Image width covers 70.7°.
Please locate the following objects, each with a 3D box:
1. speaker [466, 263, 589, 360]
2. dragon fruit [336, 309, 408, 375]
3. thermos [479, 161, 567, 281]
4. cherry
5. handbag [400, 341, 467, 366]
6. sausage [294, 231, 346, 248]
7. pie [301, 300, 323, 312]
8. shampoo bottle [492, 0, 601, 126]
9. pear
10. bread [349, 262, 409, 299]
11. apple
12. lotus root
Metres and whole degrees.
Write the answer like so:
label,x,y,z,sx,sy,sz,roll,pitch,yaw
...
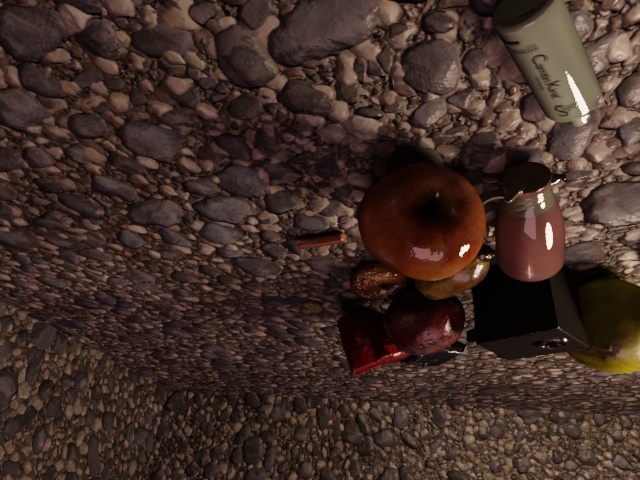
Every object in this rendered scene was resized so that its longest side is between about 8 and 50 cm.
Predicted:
label,x,y,z,sx,sy,sz,roll,pitch,yaw
speaker,0.555,0.192,1.245,0.184,0.231,0.254,29,142,-32
dragon fruit,0.217,0.356,1.568,0.331,0.302,0.240,-5,130,-11
thermos,0.429,-0.042,0.964,0.177,0.145,0.265,-14,136,17
cherry,0.319,0.238,1.365,0.231,0.202,0.300,-9,165,-25
handbag,0.456,0.469,1.874,0.211,0.088,0.254,5,149,-10
sausage,0.000,0.000,1.208,0.147,0.035,0.030,-7,180,21
pie,-0.029,0.240,1.633,0.085,0.017,0.085,5,149,3
shampoo bottle,0.348,-0.254,0.667,0.085,0.085,0.263,-20,141,37
pear,0.799,0.239,1.255,0.269,0.268,0.321,18,157,-19
bread,0.177,0.128,1.368,0.194,0.063,0.193,1,148,1
apple,0.201,-0.033,0.925,0.254,0.253,0.253,4,149,2
lotus root,0.352,0.075,1.184,0.145,0.128,0.260,5,155,-27
